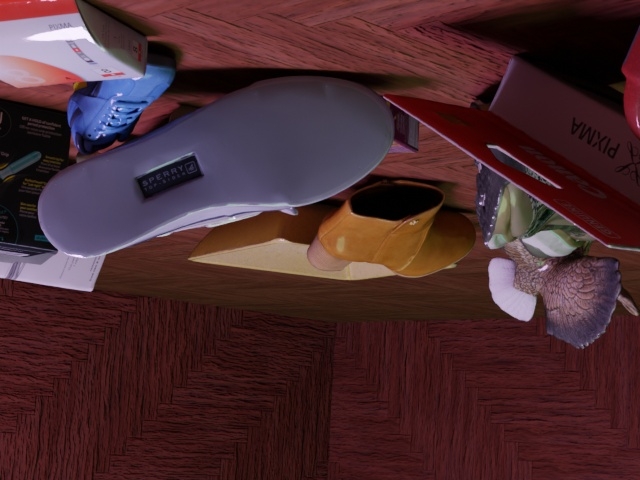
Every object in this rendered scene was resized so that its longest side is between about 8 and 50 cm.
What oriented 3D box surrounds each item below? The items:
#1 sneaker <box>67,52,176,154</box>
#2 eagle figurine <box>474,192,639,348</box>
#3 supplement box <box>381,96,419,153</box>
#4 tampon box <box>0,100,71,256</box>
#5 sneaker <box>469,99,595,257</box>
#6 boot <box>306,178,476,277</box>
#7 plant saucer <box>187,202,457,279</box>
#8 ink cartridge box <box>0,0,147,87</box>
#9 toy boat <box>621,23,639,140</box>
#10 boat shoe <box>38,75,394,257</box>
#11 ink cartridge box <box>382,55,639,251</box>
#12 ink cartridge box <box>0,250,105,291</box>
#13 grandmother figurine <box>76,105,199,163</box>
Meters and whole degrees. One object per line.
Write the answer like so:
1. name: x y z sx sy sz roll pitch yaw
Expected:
1. sneaker: -0.197 -0.131 1.244 0.069 0.082 0.209 10 168 -27
2. eagle figurine: 0.327 0.020 1.741 0.226 0.225 0.298 11 -174 21
3. supplement box: 0.064 -0.121 1.335 0.055 0.043 0.083 -2 169 28
4. tampon box: -0.365 -0.070 1.444 0.120 0.161 0.101 11 169 -34
5. sneaker: 0.272 -0.074 1.323 0.182 0.158 0.410 -10 174 22
6. boot: 0.138 -0.023 1.804 0.295 0.104 0.211 -7 162 -25
7. plant saucer: 0.000 0.000 2.054 0.333 0.081 0.333 8 171 -30
8. ink cartridge box: -0.255 -0.177 1.086 0.145 0.045 0.179 -1 173 24
9. toy boat: 0.305 -0.134 0.940 0.231 0.151 0.151 9 -160 -32
10. boat shoe: -0.098 -0.073 1.303 0.367 0.135 0.156 -21 -176 8
11. ink cartridge box: 0.238 -0.072 1.035 0.261 0.066 0.296 8 -158 -38
12. ink cartridge box: -0.449 -0.029 1.717 0.198 0.114 0.273 24 -175 34
13. grandmother figurine: -0.198 -0.081 1.534 0.208 0.104 0.342 16 165 -21
